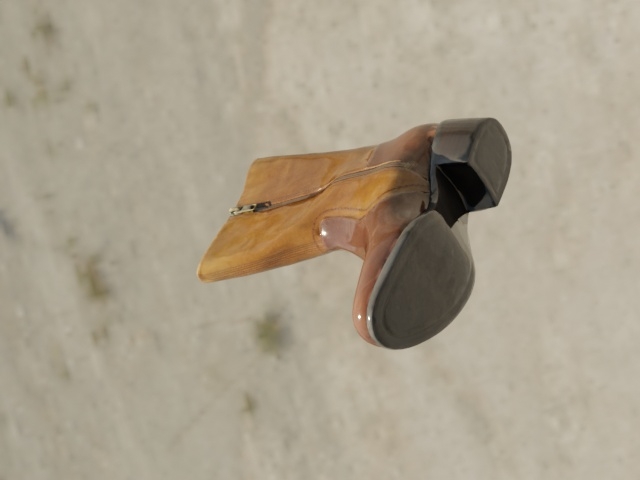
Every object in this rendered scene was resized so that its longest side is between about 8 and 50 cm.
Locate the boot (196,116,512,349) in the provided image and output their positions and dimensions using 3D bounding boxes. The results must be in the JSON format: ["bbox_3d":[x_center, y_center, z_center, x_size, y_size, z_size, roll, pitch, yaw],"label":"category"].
[{"bbox_3d":[0.000,0.000,1.650,0.280,0.264,0.096,-8,136,35],"label":"boot"}]
